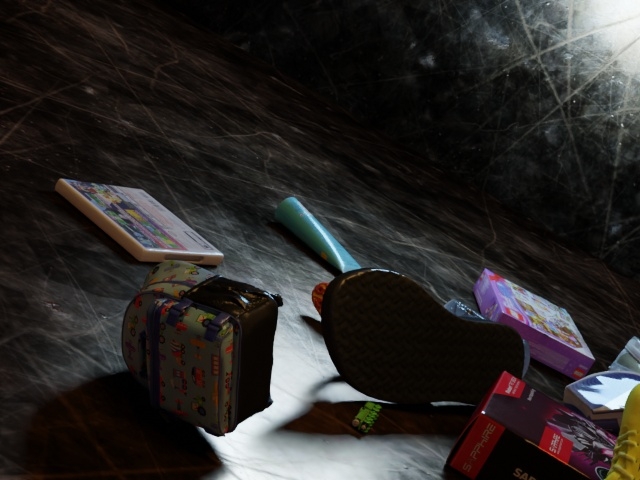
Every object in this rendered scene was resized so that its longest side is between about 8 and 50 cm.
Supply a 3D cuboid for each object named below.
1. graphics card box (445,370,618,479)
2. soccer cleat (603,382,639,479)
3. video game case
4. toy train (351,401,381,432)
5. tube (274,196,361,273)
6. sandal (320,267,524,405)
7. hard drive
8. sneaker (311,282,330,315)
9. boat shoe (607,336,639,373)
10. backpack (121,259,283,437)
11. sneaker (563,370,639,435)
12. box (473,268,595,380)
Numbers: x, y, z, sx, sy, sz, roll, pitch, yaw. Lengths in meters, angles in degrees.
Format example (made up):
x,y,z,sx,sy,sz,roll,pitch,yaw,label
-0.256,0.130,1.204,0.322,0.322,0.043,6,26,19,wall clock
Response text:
x,y,z,sx,sy,sz,roll,pitch,yaw,label
0.362,0.324,1.479,0.371,0.094,0.233,32,14,11,graphics card box
0.368,0.295,1.317,0.121,0.289,0.093,4,-31,3,soccer cleat
-0.267,-0.026,1.667,0.201,0.023,0.183,37,16,29,video game case
0.058,0.221,1.418,0.023,0.017,0.083,21,12,11,toy train
0.000,0.000,2.042,0.207,0.052,0.080,43,24,31,tube
0.129,0.153,1.589,0.107,0.168,0.445,7,-12,43,sandal
0.265,0.178,1.890,0.172,0.054,0.254,30,14,7,hard drive
0.059,0.126,1.706,0.175,0.064,0.067,36,-5,9,sneaker
0.646,0.302,2.123,0.118,0.103,0.320,35,15,-28,boat shoe
-0.140,0.107,1.180,0.173,0.158,0.117,20,27,26,backpack
0.567,0.311,1.862,0.315,0.182,0.127,-6,21,-11,sneaker
0.415,0.162,2.227,0.201,0.057,0.293,28,14,-5,box
